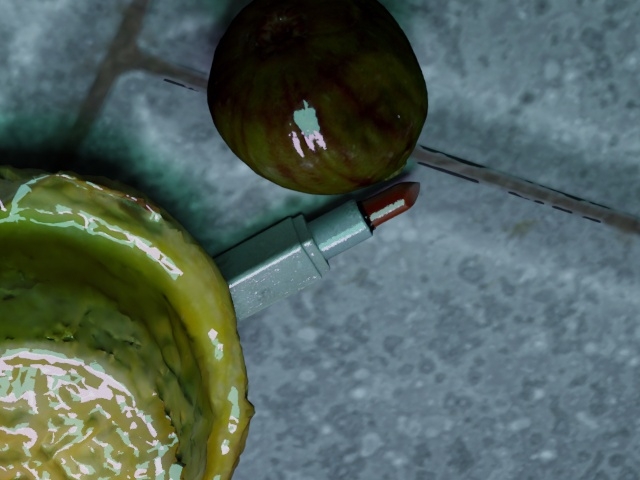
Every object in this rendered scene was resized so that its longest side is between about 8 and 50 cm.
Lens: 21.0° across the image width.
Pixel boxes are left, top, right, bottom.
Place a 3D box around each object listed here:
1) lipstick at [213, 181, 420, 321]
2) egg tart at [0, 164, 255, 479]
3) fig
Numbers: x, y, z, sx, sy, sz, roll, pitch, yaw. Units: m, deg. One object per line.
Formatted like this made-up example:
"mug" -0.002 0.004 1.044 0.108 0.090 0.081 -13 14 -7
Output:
"lipstick" 0.000 -0.001 0.977 0.129 0.030 0.030 -29 127 6
"egg tart" -0.160 0.103 0.919 0.288 0.118 0.288 -5 109 -15
"fig" 0.008 -0.066 0.892 0.109 0.103 0.155 -48 141 -8
